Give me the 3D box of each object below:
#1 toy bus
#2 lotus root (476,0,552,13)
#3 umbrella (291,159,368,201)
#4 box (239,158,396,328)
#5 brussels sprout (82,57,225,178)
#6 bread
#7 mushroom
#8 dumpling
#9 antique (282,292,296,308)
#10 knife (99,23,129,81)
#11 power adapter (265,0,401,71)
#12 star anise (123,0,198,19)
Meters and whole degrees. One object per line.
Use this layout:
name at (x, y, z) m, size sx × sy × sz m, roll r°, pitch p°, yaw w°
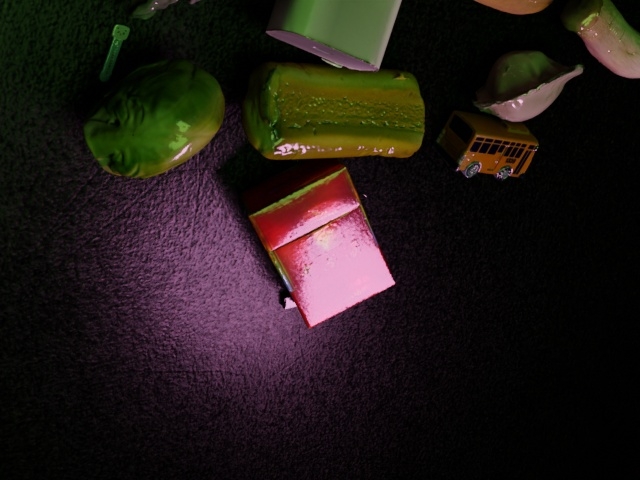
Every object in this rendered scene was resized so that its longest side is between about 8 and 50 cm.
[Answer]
toy bus at (0.341, -0.195, 1.971) m, size 0.201 × 0.098 × 0.114 m, roll 3°, pitch 127°, yaw -37°
lotus root at (0.322, -0.494, 1.743) m, size 0.303 × 0.131 × 0.146 m, roll 15°, pitch 87°, yaw -41°
umbrella at (-0.011, -0.124, 1.829) m, size 0.044 × 0.044 × 0.269 m, roll -28°, pitch 138°, yaw 37°
box at (-0.001, 0.001, 1.843) m, size 0.198 × 0.089 × 0.313 m, roll -27°, pitch 128°, yaw -1°
brussels sprout at (-0.249, -0.183, 1.503) m, size 0.223 × 0.223 × 0.161 m, roll -41°, pitch 128°, yaw -5°
bread at (0.023, -0.226, 1.723) m, size 0.384 × 0.112 × 0.166 m, roll -5°, pitch 93°, yaw -37°
mushroom at (0.623, -0.422, 2.030) m, size 0.351 × 0.095 × 0.122 m, roll 17°, pitch 90°, yaw -43°
dumpling at (0.419, -0.311, 1.912) m, size 0.247 × 0.172 × 0.142 m, roll -24°, pitch 103°, yaw -25°
antique at (0.006, 0.107, 2.003) m, size 0.192 × 0.015 × 0.031 m, roll -12°, pitch 124°, yaw -28°
knife at (-0.322, -0.290, 1.512) m, size 0.027 × 0.010 × 0.096 m, roll 10°, pitch 113°, yaw -38°
power adapter at (0.042, -0.421, 1.566) m, size 0.187 × 0.124 × 0.255 m, roll 18°, pitch 93°, yaw -28°
star anise at (-0.167, -0.465, 1.416) m, size 0.316 × 0.139 × 0.359 m, roll 24°, pitch 104°, yaw -49°
